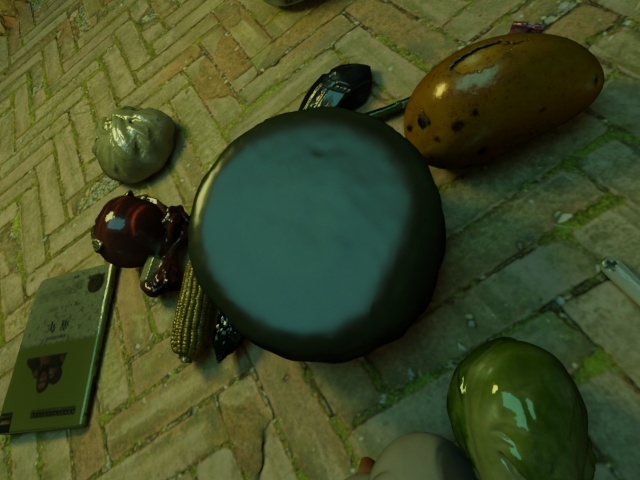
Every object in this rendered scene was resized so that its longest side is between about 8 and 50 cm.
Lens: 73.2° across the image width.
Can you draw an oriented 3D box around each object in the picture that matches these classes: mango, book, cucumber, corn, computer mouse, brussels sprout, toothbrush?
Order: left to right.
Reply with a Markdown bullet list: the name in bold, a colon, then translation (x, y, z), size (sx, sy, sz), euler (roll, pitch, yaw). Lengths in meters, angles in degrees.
- **book**: translation (-0.565, 0.225, 0.940), size (0.239, 0.035, 0.353), euler (-13, 59, 19)
- **corn**: translation (-0.233, 0.124, 0.799), size (0.068, 0.068, 0.208), euler (-12, 59, 22)
- **cucumber**: translation (-0.120, 0.071, 0.764), size (0.072, 0.072, 0.300), euler (17, 74, 33)
- **computer mouse**: translation (0.025, -0.302, 0.888), size (0.192, 0.062, 0.106), euler (-39, 54, 3)
- **mango**: translation (0.266, -0.211, 0.645), size (0.290, 0.191, 0.160), euler (-15, 66, 14)
- **brussels sprout**: translation (0.211, 0.188, 0.469), size (0.131, 0.146, 0.183), euler (-21, 12, 38)
- **toothbrush**: translation (0.431, 0.132, 0.478), size (0.030, 0.030, 0.304), euler (-34, 52, 8)

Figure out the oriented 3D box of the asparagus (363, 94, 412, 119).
- **asparagus**: translation (0.139, -0.256, 0.826), size (0.235, 0.027, 0.034), euler (-19, 69, 19)

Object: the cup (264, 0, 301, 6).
- **cup**: translation (-0.064, -0.732, 1.094), size (0.346, 0.163, 0.348), euler (-12, 59, 22)

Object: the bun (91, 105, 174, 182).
- **bun**: translation (-0.481, -0.256, 1.086), size (0.230, 0.133, 0.231), euler (-14, 58, 23)

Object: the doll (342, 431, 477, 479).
- **doll**: translation (0.089, 0.332, 0.453), size (0.221, 0.221, 0.251), euler (-32, 28, 9)

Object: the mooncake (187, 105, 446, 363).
- **mooncake**: translation (0.000, 0.000, 0.633), size (0.355, 0.194, 0.357), euler (-3, 74, 9)

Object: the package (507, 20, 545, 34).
- **package**: translation (0.353, -0.361, 0.769), size (0.059, 0.029, 0.083), euler (31, 73, 32)

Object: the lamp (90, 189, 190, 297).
- **lamp**: translation (-0.377, -0.001, 0.888), size (0.223, 0.151, 0.215), euler (3, 71, 26)
